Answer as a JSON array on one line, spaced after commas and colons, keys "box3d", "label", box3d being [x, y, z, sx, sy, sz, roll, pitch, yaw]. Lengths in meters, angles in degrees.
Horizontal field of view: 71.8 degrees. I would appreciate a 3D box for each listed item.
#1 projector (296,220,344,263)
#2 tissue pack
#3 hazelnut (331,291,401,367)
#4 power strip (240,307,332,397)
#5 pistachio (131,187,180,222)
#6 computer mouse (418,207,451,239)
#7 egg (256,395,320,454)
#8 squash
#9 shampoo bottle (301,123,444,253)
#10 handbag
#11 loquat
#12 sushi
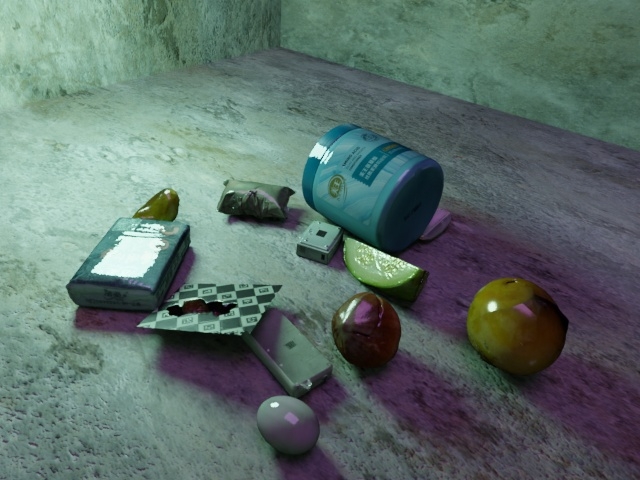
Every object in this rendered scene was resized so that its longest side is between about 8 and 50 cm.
[{"box3d": [0.000, 0.000, 1.428, 0.115, 0.061, 0.147, 16, 37, 16], "label": "projector"}, {"box3d": [-0.522, 0.054, 1.248, 0.228, 0.103, 0.315, 5, 36, 0], "label": "tissue pack"}, {"box3d": [0.102, 0.215, 1.074, 0.182, 0.182, 0.182, 4, 37, -3], "label": "hazelnut"}, {"box3d": [-0.087, 0.265, 1.075, 0.118, 0.046, 0.270, -20, 43, -35], "label": "power strip"}, {"box3d": [-0.530, -0.086, 1.435, 0.189, 0.100, 0.110, -46, 21, -9], "label": "pistachio"}, {"box3d": [0.381, -0.055, 1.562, 0.102, 0.044, 0.199, 25, 47, 34], "label": "computer mouse"}, {"box3d": [-0.066, 0.370, 0.890, 0.135, 0.103, 0.103, 21, 39, 21], "label": "egg"}, {"box3d": [0.163, 0.080, 1.289, 0.289, 0.111, 0.203, 26, 1, 18], "label": "squash"}, {"box3d": [0.173, -0.170, 1.449, 0.331, 0.330, 0.343, -26, 47, -36], "label": "shampoo bottle"}, {"box3d": [-0.230, -0.141, 1.544, 0.271, 0.117, 0.182, 9, 45, 2], "label": "handbag"}, {"box3d": [0.473, 0.210, 1.077, 0.235, 0.234, 0.235, 4, 37, -3], "label": "loquat"}, {"box3d": [-0.268, 0.186, 1.128, 0.290, 0.050, 0.264, 0, 20, 11], "label": "sushi"}]
